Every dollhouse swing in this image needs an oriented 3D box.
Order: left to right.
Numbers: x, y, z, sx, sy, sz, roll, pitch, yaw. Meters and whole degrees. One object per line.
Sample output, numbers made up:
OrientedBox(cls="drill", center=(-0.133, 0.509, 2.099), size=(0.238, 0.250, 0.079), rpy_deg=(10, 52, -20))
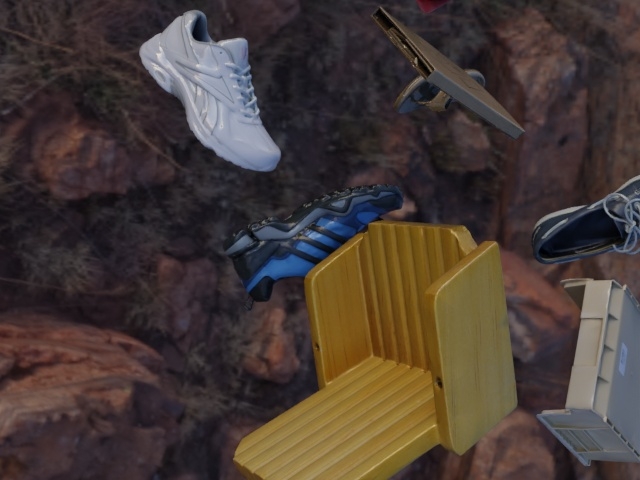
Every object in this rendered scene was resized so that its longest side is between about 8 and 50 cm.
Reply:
OrientedBox(cls="dollhouse swing", center=(0.035, 0.157, 1.334), size=(0.304, 0.347, 0.315), rpy_deg=(-12, 99, -27))

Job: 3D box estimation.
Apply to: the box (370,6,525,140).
OrientedBox(cls="box", center=(0.167, -0.219, 1.272), size=(0.201, 0.164, 0.021), rpy_deg=(23, 115, -42))

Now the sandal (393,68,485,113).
OrientedBox(cls="sandal", center=(0.197, -0.231, 1.535), size=(0.180, 0.049, 0.072), rpy_deg=(-13, 144, -31))

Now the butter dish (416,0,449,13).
OrientedBox(cls="butter dish", center=(0.240, -0.509, 1.749), size=(0.160, 0.118, 0.160), rpy_deg=(-35, 119, -12))

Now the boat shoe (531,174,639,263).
OrientedBox(cls="boat shoe", center=(0.427, -0.029, 1.401), size=(0.095, 0.254, 0.079), rpy_deg=(66, 22, -19))

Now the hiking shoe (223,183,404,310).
OrientedBox(cls="hiking shoe", center=(0.000, 0.000, 1.567), size=(0.113, 0.304, 0.132), rpy_deg=(-117, -174, -84))

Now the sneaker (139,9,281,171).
OrientedBox(cls="sneaker", center=(-0.118, -0.188, 1.184), size=(0.232, 0.115, 0.090), rpy_deg=(49, 22, 6))

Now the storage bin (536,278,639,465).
OrientedBox(cls="storage bin", center=(0.503, 0.239, 1.738), size=(0.260, 0.123, 0.262), rpy_deg=(43, 54, -42))
